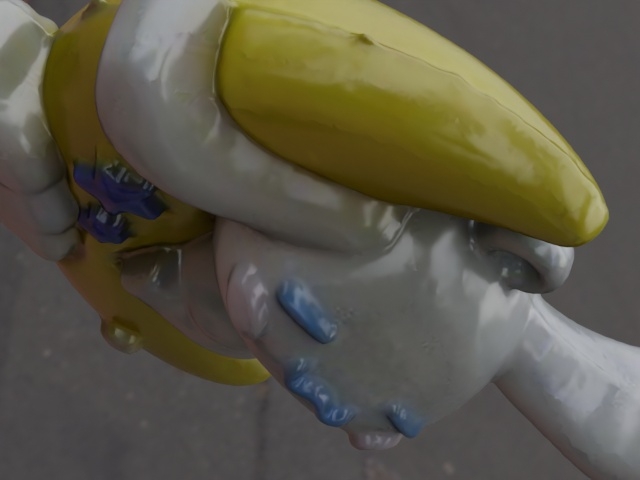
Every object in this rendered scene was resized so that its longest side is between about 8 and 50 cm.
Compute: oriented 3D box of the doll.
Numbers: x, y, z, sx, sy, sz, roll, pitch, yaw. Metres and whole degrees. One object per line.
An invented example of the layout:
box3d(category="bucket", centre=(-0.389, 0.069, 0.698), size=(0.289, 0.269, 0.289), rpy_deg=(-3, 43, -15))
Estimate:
box3d(category="doll", centre=(0.000, 0.000, 0.647), size=(0.252, 0.237, 0.111), rpy_deg=(55, 47, -40))
